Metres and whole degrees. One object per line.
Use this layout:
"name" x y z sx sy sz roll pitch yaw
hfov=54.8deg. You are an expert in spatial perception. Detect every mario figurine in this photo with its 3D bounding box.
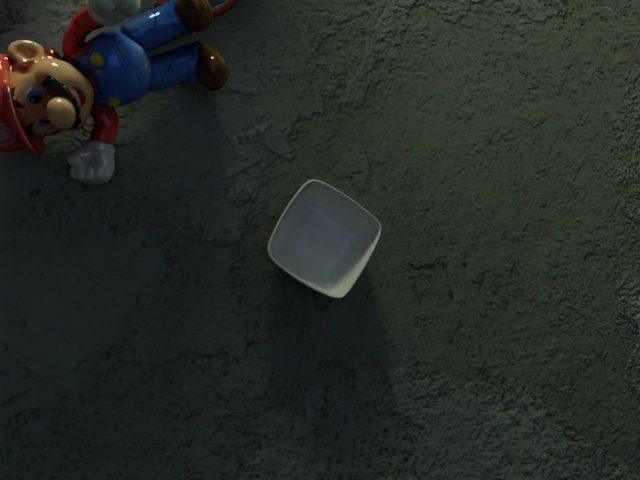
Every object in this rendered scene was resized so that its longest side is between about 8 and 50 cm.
"mario figurine" -0.266 -0.192 0.771 0.320 0.170 0.198 -30 96 -19

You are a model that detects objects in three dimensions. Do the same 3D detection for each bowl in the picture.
"bowl" 0.000 0.000 0.894 0.142 0.053 0.142 34 76 -13

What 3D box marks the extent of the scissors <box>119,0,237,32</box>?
"scissors" -0.219 -0.311 0.871 0.109 0.021 0.297 40 74 -12
